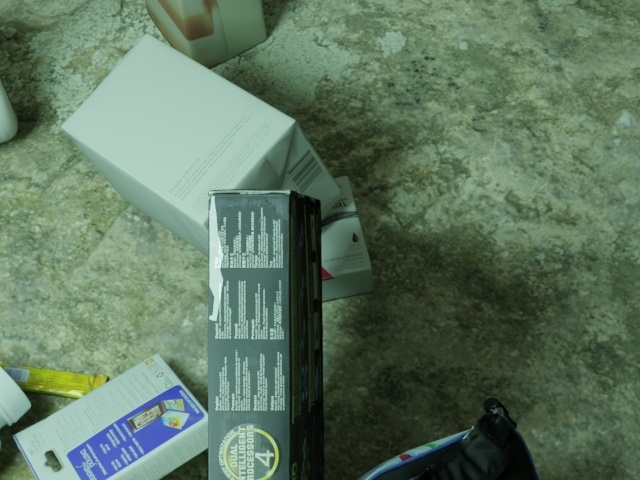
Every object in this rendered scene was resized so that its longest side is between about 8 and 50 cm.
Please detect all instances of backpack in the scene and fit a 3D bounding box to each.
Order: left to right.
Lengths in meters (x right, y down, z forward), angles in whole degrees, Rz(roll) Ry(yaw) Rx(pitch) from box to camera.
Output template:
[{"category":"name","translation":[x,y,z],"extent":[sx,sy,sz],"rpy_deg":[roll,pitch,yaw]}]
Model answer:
[{"category":"backpack","translation":[0.117,0.340,1.585],"extent":[0.263,0.213,0.276],"rpy_deg":[-7,67,-38]}]

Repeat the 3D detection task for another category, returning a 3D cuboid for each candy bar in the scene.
[{"category":"candy bar","translation":[-0.351,0.178,1.879],"extent":[0.161,0.018,0.040],"rpy_deg":[6,57,9]}]

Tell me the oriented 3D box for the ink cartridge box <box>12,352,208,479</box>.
[{"category":"ink cartridge box","translation":[-0.244,0.234,1.763],"extent":[0.208,0.045,0.206],"rpy_deg":[-29,28,-13]}]

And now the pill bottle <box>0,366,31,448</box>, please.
[{"category":"pill bottle","translation":[-0.472,0.247,1.777],"extent":[0.136,0.136,0.245],"rpy_deg":[37,68,24]}]

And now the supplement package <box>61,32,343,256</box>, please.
[{"category":"supplement package","translation":[-0.152,-0.103,1.894],"extent":[0.293,0.177,0.175],"rpy_deg":[33,77,35]}]

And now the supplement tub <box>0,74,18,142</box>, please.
[{"category":"supplement tub","translation":[-0.567,-0.185,2.019],"extent":[0.272,0.191,0.191],"rpy_deg":[-21,59,-8]}]

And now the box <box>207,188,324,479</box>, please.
[{"category":"box","translation":[-0.052,0.145,1.612],"extent":[0.097,0.318,0.395],"rpy_deg":[0,90,4]}]

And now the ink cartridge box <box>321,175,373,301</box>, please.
[{"category":"ink cartridge box","translation":[0.000,0.000,1.932],"extent":[0.109,0.063,0.150],"rpy_deg":[-12,58,-3]}]

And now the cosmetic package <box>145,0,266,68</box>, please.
[{"category":"cosmetic package","translation":[-0.174,-0.389,2.048],"extent":[0.129,0.296,0.153],"rpy_deg":[-29,60,-14]}]
